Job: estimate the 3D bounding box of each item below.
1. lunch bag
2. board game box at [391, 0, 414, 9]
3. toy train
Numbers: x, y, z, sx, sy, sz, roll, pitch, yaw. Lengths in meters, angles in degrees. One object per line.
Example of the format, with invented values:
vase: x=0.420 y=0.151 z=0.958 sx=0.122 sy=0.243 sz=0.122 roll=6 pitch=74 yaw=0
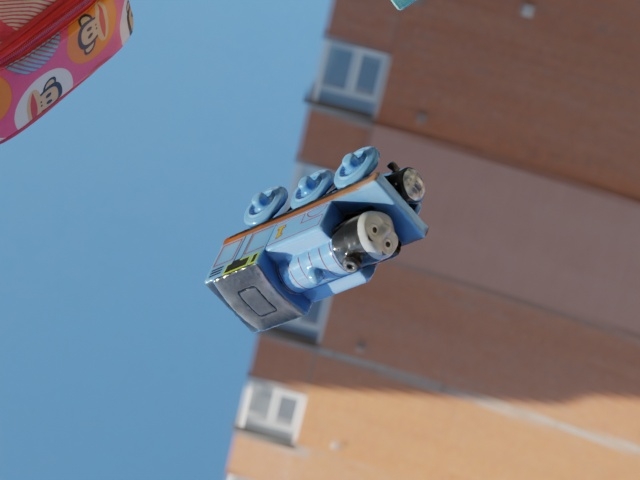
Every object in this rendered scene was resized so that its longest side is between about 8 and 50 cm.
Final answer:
lunch bag: x=-0.307 y=-0.224 z=1.535 sx=0.293 sy=0.120 sz=0.258 roll=30 pitch=-126 yaw=26
board game box: x=0.151 y=-0.294 z=1.392 sx=0.079 sy=0.254 sz=0.336 roll=54 pitch=-168 yaw=-7
toy train: x=0.000 y=0.000 z=1.359 sx=0.080 sy=0.184 sz=0.105 roll=47 pitch=-136 yaw=-25
